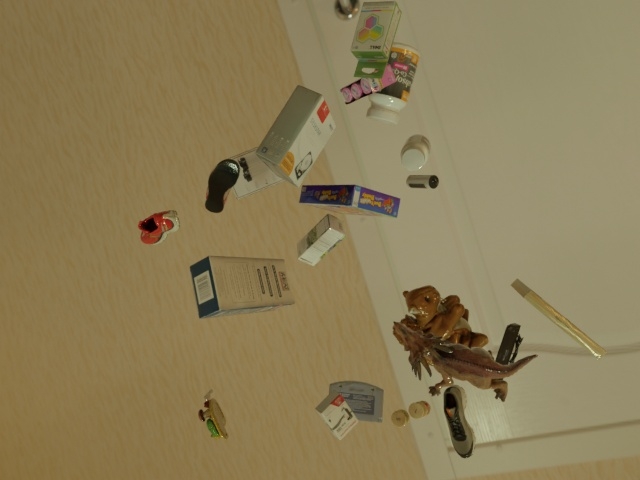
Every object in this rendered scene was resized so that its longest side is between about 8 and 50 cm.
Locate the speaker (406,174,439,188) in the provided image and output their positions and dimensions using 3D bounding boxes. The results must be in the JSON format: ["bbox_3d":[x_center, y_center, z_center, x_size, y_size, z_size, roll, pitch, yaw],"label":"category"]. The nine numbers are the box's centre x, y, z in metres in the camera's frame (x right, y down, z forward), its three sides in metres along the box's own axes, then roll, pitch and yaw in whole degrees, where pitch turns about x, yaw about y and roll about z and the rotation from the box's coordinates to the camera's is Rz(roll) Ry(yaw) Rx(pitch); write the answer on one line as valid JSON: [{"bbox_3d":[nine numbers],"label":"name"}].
[{"bbox_3d":[0.404,-0.234,1.602,0.055,0.055,0.136,-18,-164,-24],"label":"speaker"}]

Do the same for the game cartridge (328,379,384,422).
[{"bbox_3d":[0.189,0.855,2.161,0.294,0.196,0.060,4,173,7],"label":"game cartridge"}]

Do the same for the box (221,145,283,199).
[{"bbox_3d":[-0.241,-0.300,1.652,0.289,0.169,0.087,-24,-162,-4],"label":"box"}]

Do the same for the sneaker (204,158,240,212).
[{"bbox_3d":[-0.339,-0.227,1.402,0.090,0.145,0.270,15,143,-19],"label":"sneaker"}]

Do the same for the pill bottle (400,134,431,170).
[{"bbox_3d":[0.446,-0.410,1.898,0.131,0.131,0.229,-17,-160,26],"label":"pill bottle"}]

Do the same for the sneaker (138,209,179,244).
[{"bbox_3d":[-0.665,-0.056,1.593,0.118,0.107,0.279,-7,166,-46],"label":"sneaker"}]

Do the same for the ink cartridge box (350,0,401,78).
[{"bbox_3d":[0.161,-0.609,1.228,0.109,0.209,0.062,18,-177,31],"label":"ink cartridge box"}]

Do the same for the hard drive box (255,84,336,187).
[{"bbox_3d":[-0.066,-0.300,1.190,0.232,0.089,0.181,-59,160,-3],"label":"hard drive box"}]

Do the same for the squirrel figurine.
[{"bbox_3d":[0.525,0.411,1.970,0.397,0.370,0.281,-46,-163,22],"label":"squirrel figurine"}]

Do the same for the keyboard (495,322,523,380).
[{"bbox_3d":[0.922,0.560,1.999,0.201,0.317,0.033,9,-170,-37],"label":"keyboard"}]

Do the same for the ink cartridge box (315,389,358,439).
[{"bbox_3d":[0.061,0.630,1.458,0.099,0.135,0.056,-38,-166,-22],"label":"ink cartridge box"}]

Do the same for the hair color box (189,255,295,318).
[{"bbox_3d":[-0.248,0.151,1.337,0.105,0.174,0.347,-25,162,32],"label":"hair color box"}]

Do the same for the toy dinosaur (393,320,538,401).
[{"bbox_3d":[0.312,0.270,0.893,0.295,0.127,0.200,-3,148,30],"label":"toy dinosaur"}]

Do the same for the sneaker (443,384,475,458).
[{"bbox_3d":[0.545,0.729,1.629,0.100,0.272,0.108,-22,155,35],"label":"sneaker"}]

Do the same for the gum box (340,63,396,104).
[{"bbox_3d":[0.158,-0.537,1.401,0.107,0.062,0.188,-33,-162,-20],"label":"gum box"}]

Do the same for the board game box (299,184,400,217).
[{"bbox_3d":[0.106,-0.156,1.594,0.233,0.078,0.347,11,180,-34],"label":"board game box"}]

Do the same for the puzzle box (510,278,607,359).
[{"bbox_3d":[1.088,0.350,1.873,0.052,0.409,0.272,-51,174,13],"label":"puzzle box"}]

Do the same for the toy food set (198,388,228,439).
[{"bbox_3d":[-0.461,0.744,1.698,0.071,0.218,0.128,-23,-177,-3],"label":"toy food set"}]

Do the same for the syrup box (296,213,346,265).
[{"bbox_3d":[0.000,0.000,1.785,0.096,0.093,0.237,25,128,-29],"label":"syrup box"}]

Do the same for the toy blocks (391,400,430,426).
[{"bbox_3d":[0.327,0.613,1.434,0.123,0.054,0.148,-32,152,16],"label":"toy blocks"}]

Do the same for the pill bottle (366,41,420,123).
[{"bbox_3d":[0.278,-0.610,1.584,0.162,0.279,0.162,13,-168,-3],"label":"pill bottle"}]
